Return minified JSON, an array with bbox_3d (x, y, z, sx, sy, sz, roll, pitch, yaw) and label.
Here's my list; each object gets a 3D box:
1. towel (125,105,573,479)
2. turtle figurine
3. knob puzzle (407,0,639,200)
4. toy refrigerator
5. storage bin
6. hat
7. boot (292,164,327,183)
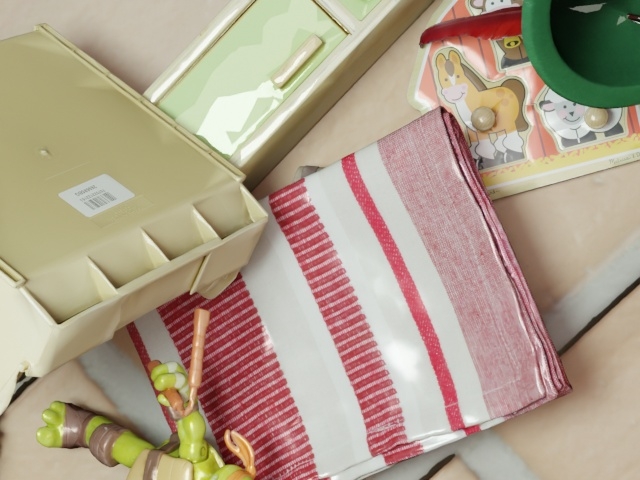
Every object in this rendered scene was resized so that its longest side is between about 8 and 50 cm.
[{"bbox_3d":[0.004,0.071,1.175,0.329,0.037,0.237,-26,82,22],"label":"towel"},{"bbox_3d":[-0.126,0.176,1.177,0.217,0.087,0.269,2,104,37],"label":"turtle figurine"},{"bbox_3d":[0.161,-0.139,1.195,0.213,0.030,0.213,-1,87,12],"label":"knob puzzle"},{"bbox_3d":[-0.015,-0.166,1.198,0.269,0.094,0.102,-45,80,5],"label":"toy refrigerator"},{"bbox_3d":[-0.217,-0.020,1.099,0.260,0.262,0.123,38,124,17],"label":"storage bin"},{"bbox_3d":[0.189,-0.208,1.106,0.208,0.183,0.173,-15,123,-8],"label":"hat"},{"bbox_3d":[0.000,0.000,1.218,0.087,0.042,0.118,24,91,18],"label":"boot"}]
